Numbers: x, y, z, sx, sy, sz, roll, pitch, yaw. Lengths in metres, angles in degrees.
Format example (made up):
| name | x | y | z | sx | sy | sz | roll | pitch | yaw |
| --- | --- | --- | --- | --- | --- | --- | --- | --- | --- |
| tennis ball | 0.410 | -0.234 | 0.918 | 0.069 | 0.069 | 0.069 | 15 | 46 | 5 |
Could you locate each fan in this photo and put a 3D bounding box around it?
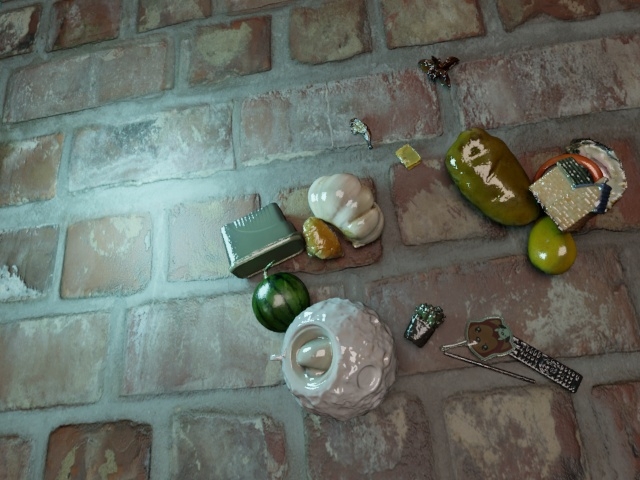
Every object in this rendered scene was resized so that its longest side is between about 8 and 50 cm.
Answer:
| name | x | y | z | sx | sy | sz | roll | pitch | yaw |
| --- | --- | --- | --- | --- | --- | --- | --- | --- | --- |
| fan | 0.474 | 0.306 | 1.284 | 0.219 | 0.009 | 0.132 | -17 | 55 | 7 |

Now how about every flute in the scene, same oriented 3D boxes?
| name | x | y | z | sx | sy | sz | roll | pitch | yaw |
| --- | --- | --- | --- | --- | --- | --- | --- | --- | --- |
| flute | 0.506 | 0.381 | 1.264 | 0.269 | 0.014 | 0.014 | 15 | 75 | 15 |

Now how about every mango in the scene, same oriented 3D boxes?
| name | x | y | z | sx | sy | sz | roll | pitch | yaw |
| --- | --- | --- | --- | --- | --- | --- | --- | --- | --- |
| mango | 0.714 | 0.011 | 1.295 | 0.098 | 0.137 | 0.195 | 22 | 67 | -28 |

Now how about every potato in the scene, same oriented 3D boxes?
| name | x | y | z | sx | sy | sz | roll | pitch | yaw |
| --- | --- | --- | --- | --- | --- | --- | --- | --- | --- |
| potato | 0.565 | -0.200 | 1.382 | 0.195 | 0.176 | 0.369 | -23 | 73 | -35 |

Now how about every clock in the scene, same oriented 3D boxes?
| name | x | y | z | sx | sy | sz | roll | pitch | yaw |
| --- | --- | --- | --- | --- | --- | --- | --- | --- | --- |
| clock | 0.779 | -0.169 | 1.326 | 0.051 | 0.205 | 0.205 | -17 | 61 | -44 |

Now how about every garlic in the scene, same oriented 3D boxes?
| name | x | y | z | sx | sy | sz | roll | pitch | yaw |
| --- | --- | --- | --- | --- | --- | --- | --- | --- | --- |
| garlic | 0.096 | -0.131 | 1.419 | 0.280 | 0.185 | 0.203 | 31 | 63 | 18 |

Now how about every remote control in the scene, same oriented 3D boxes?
| name | x | y | z | sx | sy | sz | roll | pitch | yaw |
| --- | --- | --- | --- | --- | --- | --- | --- | --- | --- |
| remote control | 0.645 | 0.358 | 1.242 | 0.245 | 0.025 | 0.063 | 32 | 78 | 18 |

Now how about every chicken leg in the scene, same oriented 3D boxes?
| name | x | y | z | sx | sy | sz | roll | pitch | yaw |
| --- | --- | --- | --- | --- | --- | --- | --- | --- | --- |
| chicken leg | 0.158 | -0.407 | 1.578 | 0.062 | 0.037 | 0.145 | -49 | 68 | 16 |

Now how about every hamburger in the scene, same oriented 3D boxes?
| name | x | y | z | sx | sy | sz | roll | pitch | yaw |
| --- | --- | --- | --- | --- | --- | --- | --- | --- | --- |
| hamburger | 0.000 | 0.007 | 1.401 | 0.176 | 0.087 | 0.102 | 51 | 48 | -4 |

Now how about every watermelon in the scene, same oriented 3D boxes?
| name | x | y | z | sx | sy | sz | roll | pitch | yaw |
| --- | --- | --- | --- | --- | --- | --- | --- | --- | --- |
| watermelon | -0.133 | 0.188 | 1.344 | 0.188 | 0.188 | 0.215 | -37 | 84 | -4 |

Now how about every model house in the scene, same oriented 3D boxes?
| name | x | y | z | sx | sy | sz | roll | pitch | yaw |
| --- | --- | --- | --- | --- | --- | --- | --- | --- | --- |
| model house | 0.745 | -0.142 | 1.226 | 0.172 | 0.166 | 0.183 | -48 | 61 | 36 |

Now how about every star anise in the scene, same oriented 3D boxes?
| name | x | y | z | sx | sy | sz | roll | pitch | yaw |
| --- | --- | --- | --- | --- | --- | --- | --- | --- | --- |
| star anise | 0.439 | -0.664 | 1.563 | 0.158 | 0.144 | 0.141 | 8 | 65 | 13 |

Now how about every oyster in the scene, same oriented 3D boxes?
| name | x | y | z | sx | sy | sz | roll | pitch | yaw |
| --- | --- | --- | --- | --- | --- | --- | --- | --- | --- |
| oyster | 0.867 | -0.212 | 1.365 | 0.198 | 0.092 | 0.260 | -16 | 87 | 7 |

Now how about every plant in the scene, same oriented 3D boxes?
| name | x | y | z | sx | sy | sz | roll | pitch | yaw |
| --- | --- | --- | --- | --- | --- | --- | --- | --- | --- |
| plant | 0.322 | 0.258 | 1.301 | 0.092 | 0.094 | 0.143 | 33 | 91 | 33 |

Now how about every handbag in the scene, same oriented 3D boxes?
| name | x | y | z | sx | sy | sz | roll | pitch | yaw |
| --- | --- | --- | --- | --- | --- | --- | --- | --- | --- |
| handbag | 0.318 | -0.303 | 1.520 | 0.061 | 0.027 | 0.083 | -35 | 67 | -3 |

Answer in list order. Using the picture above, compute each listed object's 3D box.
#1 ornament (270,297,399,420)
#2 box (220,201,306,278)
| name | x | y | z | sx | sy | sz | roll | pitch | yaw |
| --- | --- | --- | --- | --- | --- | --- | --- | --- | --- |
| ornament | 0.060 | 0.332 | 1.199 | 0.336 | 0.337 | 0.338 | -3 | 71 | 9 |
| box | -0.205 | -0.006 | 1.456 | 0.274 | 0.138 | 0.178 | -25 | 65 | 0 |
